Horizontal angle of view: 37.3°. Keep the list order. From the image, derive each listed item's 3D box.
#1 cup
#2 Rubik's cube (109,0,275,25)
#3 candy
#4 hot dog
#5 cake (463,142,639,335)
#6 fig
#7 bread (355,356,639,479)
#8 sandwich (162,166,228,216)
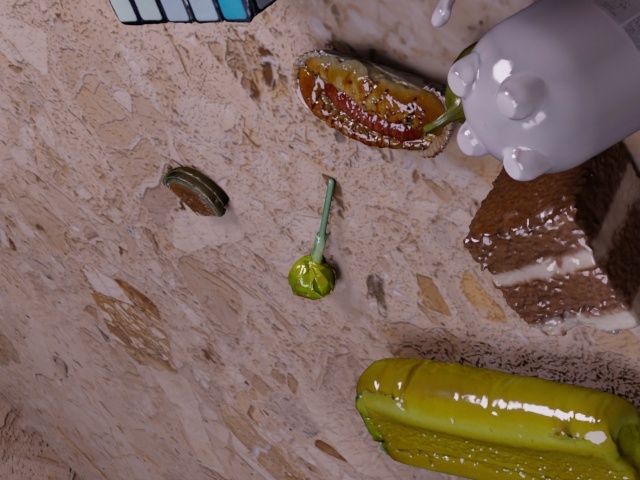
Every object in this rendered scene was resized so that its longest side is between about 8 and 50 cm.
[{"bbox_3d":[0.176,-0.140,0.752,0.134,0.142,0.173,22,138,60],"label":"cup"},{"bbox_3d":[-0.098,-0.312,0.829,0.184,0.182,0.187,9,133,39],"label":"Rubik's cube"},{"bbox_3d":[0.000,0.000,1.184,0.058,0.062,0.194,-108,22,-44],"label":"candy"},{"bbox_3d":[0.052,-0.143,0.972,0.192,0.053,0.099,24,137,20],"label":"hot dog"},{"bbox_3d":[0.236,-0.001,0.884,0.147,0.134,0.135,45,146,-20],"label":"cake"},{"bbox_3d":[0.143,-0.133,0.855,0.084,0.098,0.082,-10,117,50],"label":"fig"},{"bbox_3d":[0.217,0.218,1.138,0.383,0.112,0.166,3,131,41],"label":"bread"},{"bbox_3d":[-0.170,-0.064,1.289,0.101,0.026,0.069,40,144,3],"label":"sandwich"}]
